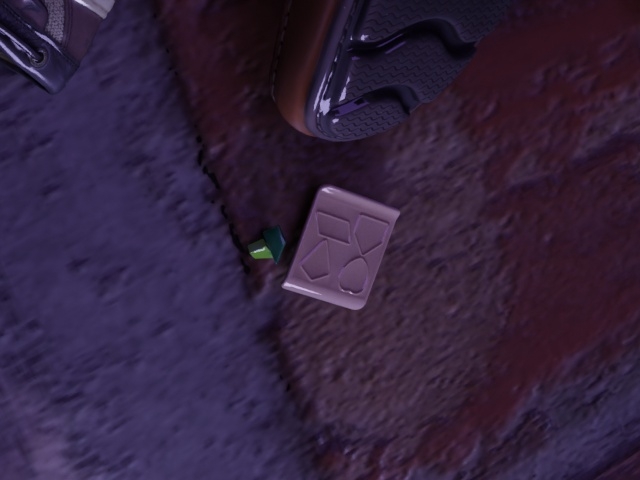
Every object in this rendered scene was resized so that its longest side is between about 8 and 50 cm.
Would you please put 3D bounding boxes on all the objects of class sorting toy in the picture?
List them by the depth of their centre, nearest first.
[{"bbox_3d":[0.000,0.000,0.851,0.083,0.012,0.062,19,97,-36],"label":"sorting toy"}]

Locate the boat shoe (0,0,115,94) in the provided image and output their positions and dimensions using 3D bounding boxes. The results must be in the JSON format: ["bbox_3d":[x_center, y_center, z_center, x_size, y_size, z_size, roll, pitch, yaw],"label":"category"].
[{"bbox_3d":[-0.187,-0.122,0.669,0.223,0.080,0.073,19,87,-37],"label":"boat shoe"}]

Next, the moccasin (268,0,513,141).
[{"bbox_3d":[0.039,-0.232,0.747,0.139,0.147,0.380,-14,123,-44],"label":"moccasin"}]
